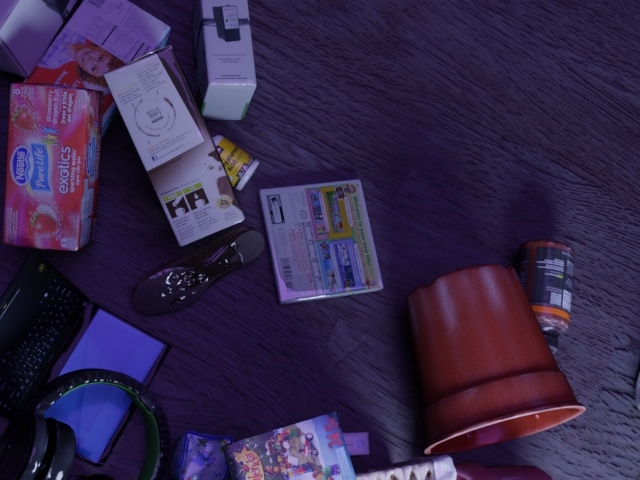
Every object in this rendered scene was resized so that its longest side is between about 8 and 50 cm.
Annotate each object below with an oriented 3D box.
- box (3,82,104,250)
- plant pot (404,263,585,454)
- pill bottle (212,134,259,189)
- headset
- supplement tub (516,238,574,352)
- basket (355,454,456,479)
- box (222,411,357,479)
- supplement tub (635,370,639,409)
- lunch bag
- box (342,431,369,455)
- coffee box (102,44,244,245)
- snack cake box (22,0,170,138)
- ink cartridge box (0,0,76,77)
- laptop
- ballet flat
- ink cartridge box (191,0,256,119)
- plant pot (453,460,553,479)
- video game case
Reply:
[{"bbox_3d":[-0.424,-0.119,1.523,0.123,0.128,0.256,5,98,-2],"label":"box"},{"bbox_3d":[0.273,0.196,1.615,0.273,0.272,0.265,-8,69,-17],"label":"plant pot"},{"bbox_3d":[-0.173,-0.145,1.689,0.116,0.065,0.065,33,69,-3],"label":"pill bottle"},{"bbox_3d":[-0.408,0.366,1.430,0.394,0.185,0.243,-46,114,-30],"label":"headset"},{"bbox_3d":[0.405,0.104,1.748,0.106,0.106,0.197,14,71,-11],"label":"supplement tub"},{"bbox_3d":[0.057,0.504,1.425,0.267,0.331,0.328,-4,75,-10],"label":"basket"},{"bbox_3d":[-0.022,0.362,1.263,0.159,0.044,0.233,-15,76,-11],"label":"box"},{"bbox_3d":[0.699,0.288,1.750,0.200,0.144,0.144,23,69,-8],"label":"supplement tub"},{"bbox_3d":[-0.196,0.380,1.493,0.096,0.129,0.151,9,74,-11],"label":"lunch bag"},{"bbox_3d":[-0.017,0.331,1.524,0.145,0.186,0.038,1,74,-15],"label":"box"},{"bbox_3d":[-0.237,-0.158,1.560,0.119,0.168,0.297,-24,103,-4],"label":"coffee box"},{"bbox_3d":[-0.395,-0.296,1.662,0.152,0.089,0.264,32,69,-6],"label":"snack cake box"},{"bbox_3d":[-0.530,-0.452,1.611,0.223,0.129,0.307,18,68,18],"label":"ink cartridge box"},{"bbox_3d":[-0.396,0.188,1.491,0.137,0.264,0.234,15,65,29],"label":"laptop"},{"bbox_3d":[-0.211,0.046,1.632,0.250,0.058,0.084,-31,119,-16],"label":"ballet flat"},{"bbox_3d":[-0.176,-0.338,1.699,0.087,0.153,0.208,-2,74,-14],"label":"ink cartridge box"},{"bbox_3d":[0.296,0.454,1.578,0.180,0.201,0.201,-7,75,-33],"label":"plant pot"},{"bbox_3d":[0.000,0.000,1.714,0.193,0.023,0.212,-7,75,-17],"label":"video game case"}]
